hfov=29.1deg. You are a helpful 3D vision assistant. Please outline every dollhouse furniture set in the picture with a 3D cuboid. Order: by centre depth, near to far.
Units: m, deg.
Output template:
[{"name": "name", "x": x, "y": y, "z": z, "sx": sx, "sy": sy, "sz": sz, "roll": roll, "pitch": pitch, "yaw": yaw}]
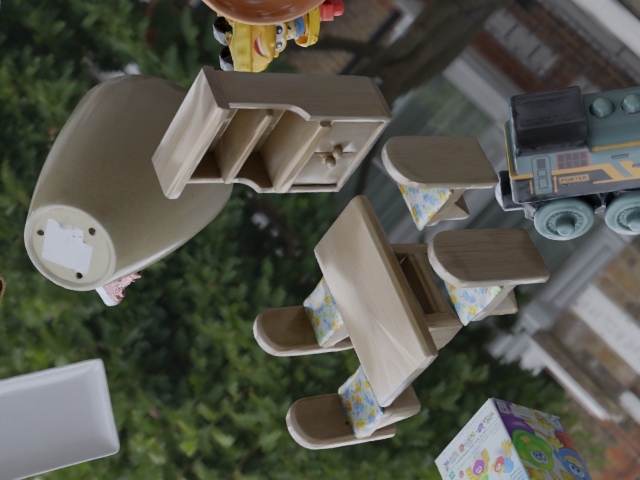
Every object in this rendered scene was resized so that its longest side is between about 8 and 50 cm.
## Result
[{"name": "dollhouse furniture set", "x": 0.000, "y": 0.000, "z": 1.453, "sx": 0.256, "sy": 0.362, "sz": 0.394, "roll": -3, "pitch": -124, "yaw": -34}]

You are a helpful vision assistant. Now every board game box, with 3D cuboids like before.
[{"name": "board game box", "x": 0.293, "y": 0.376, "z": 1.701, "sx": 0.142, "sy": 0.144, "sz": 0.275, "roll": 19, "pitch": -149, "yaw": -31}]

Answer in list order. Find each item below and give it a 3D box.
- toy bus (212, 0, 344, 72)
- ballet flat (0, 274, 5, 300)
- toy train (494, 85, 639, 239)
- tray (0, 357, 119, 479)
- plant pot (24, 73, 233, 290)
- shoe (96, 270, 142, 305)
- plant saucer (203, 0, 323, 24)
[{"name": "toy bus", "x": -0.064, "y": -0.364, "z": 1.948, "sx": 0.211, "sy": 0.149, "sz": 0.220, "roll": -3, "pitch": -139, "yaw": -8}, {"name": "ballet flat", "x": -0.477, "y": 0.124, "z": 1.573, "sx": 0.080, "sy": 0.073, "sz": 0.232, "roll": 49, "pitch": -133, "yaw": -33}, {"name": "toy train", "x": 0.376, "y": -0.106, "z": 1.509, "sx": 0.190, "sy": 0.334, "sz": 0.142, "roll": 71, "pitch": -163, "yaw": -50}, {"name": "tray", "x": -0.430, "y": 0.264, "z": 1.753, "sx": 0.030, "sy": 0.270, "sz": 0.145, "roll": 180, "pitch": 78, "yaw": -69}, {"name": "plant pot", "x": -0.281, "y": -0.054, "z": 1.670, "sx": 0.256, "sy": 0.256, "sz": 0.274, "roll": 42, "pitch": -147, "yaw": -9}, {"name": "shoe", "x": -0.341, "y": 0.063, "z": 2.114, "sx": 0.178, "sy": 0.081, "sz": 0.063, "roll": 75, "pitch": -178, "yaw": -71}, {"name": "plant saucer", "x": -0.056, "y": -0.327, "z": 1.303, "sx": 0.200, "sy": 0.200, "sz": 0.037, "roll": 36, "pitch": -167, "yaw": -35}]
